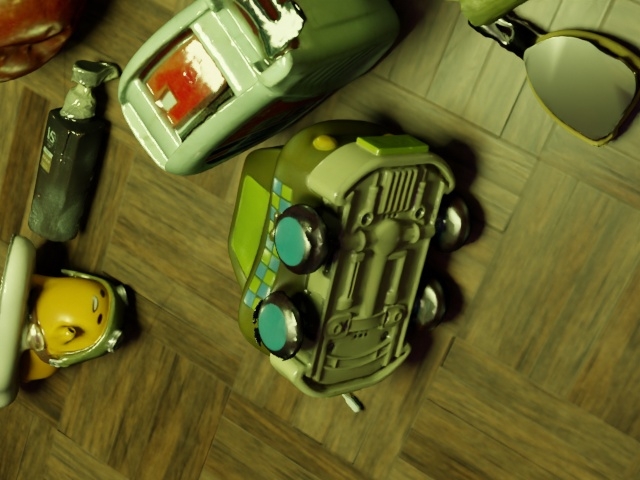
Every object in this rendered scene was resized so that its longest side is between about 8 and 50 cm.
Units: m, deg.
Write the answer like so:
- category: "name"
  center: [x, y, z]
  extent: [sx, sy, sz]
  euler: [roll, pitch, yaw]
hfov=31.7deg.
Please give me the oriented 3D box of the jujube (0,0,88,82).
- category: "jujube"
  center: [-0.362, -0.316, 1.124]
  extent: [0.223, 0.223, 0.318]
  euler: [-34, 81, 33]

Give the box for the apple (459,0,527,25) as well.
- category: "apple"
  center: [0.117, -0.314, 0.826]
  extent: [0.233, 0.295, 0.258]
  euler: [-36, 109, -4]

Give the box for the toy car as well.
- category: "toy car"
  center: [0.000, 0.000, 1.056]
  extent: [0.198, 0.204, 0.248]
  euler: [34, 121, 42]

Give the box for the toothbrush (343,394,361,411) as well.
- category: "toothbrush"
  center: [0.000, 0.126, 1.177]
  extent: [0.011, 0.013, 0.131]
  euler: [-41, 84, 22]

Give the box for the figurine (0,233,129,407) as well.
- category: "figurine"
  center: [-0.298, 0.105, 1.297]
  extent: [0.141, 0.167, 0.250]
  euler: [9, 144, -12]

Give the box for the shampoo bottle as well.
- category: "shampoo bottle"
  center: [-0.268, -0.098, 1.222]
  extent: [0.057, 0.063, 0.208]
  euler: [36, 122, 25]

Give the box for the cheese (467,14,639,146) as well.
- category: "cheese"
  center: [0.196, -0.153, 0.963]
  extent: [0.162, 0.036, 0.086]
  euler: [36, 123, 14]

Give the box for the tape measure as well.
- category: "tape measure"
  center: [-0.062, -0.162, 0.977]
  extent: [0.246, 0.243, 0.125]
  euler: [-32, 89, 32]
